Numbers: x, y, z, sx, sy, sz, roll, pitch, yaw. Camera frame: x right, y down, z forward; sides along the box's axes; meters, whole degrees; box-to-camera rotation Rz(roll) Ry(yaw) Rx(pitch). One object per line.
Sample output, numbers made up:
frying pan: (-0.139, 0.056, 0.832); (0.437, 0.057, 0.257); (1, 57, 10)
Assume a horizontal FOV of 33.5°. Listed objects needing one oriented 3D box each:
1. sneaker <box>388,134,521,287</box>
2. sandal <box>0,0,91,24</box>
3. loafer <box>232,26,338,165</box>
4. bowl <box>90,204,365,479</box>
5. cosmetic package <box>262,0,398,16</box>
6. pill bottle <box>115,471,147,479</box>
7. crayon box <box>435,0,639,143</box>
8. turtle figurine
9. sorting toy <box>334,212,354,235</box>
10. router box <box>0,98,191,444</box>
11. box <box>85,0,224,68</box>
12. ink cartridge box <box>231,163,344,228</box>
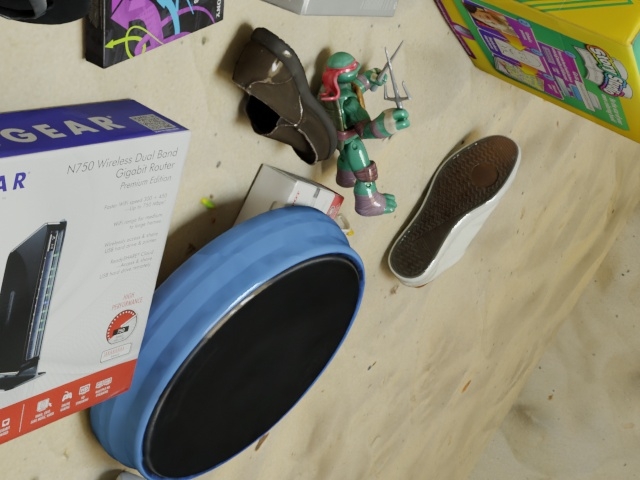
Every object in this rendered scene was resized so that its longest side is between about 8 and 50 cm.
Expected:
sneaker: (0.217, -0.046, 1.729); (0.290, 0.106, 0.123); (-49, 159, -3)
sandal: (-0.240, -0.196, 0.735); (0.254, 0.097, 0.055); (34, 46, -73)
loafer: (-0.048, -0.147, 1.188); (0.078, 0.080, 0.220); (-45, 146, -9)
bowl: (-0.097, 0.136, 1.291); (0.391, 0.077, 0.391); (-37, 153, -23)
cosmetic package: (-0.008, -0.278, 1.024); (0.238, 0.127, 0.107); (-22, 133, -67)
pill bottle: (-0.258, 0.404, 1.297); (0.221, 0.121, 0.121); (-59, 153, -3)
crayon box: (0.319, -0.281, 1.421); (0.106, 0.313, 0.363); (-60, 154, -2)
turtle figurine: (0.049, -0.154, 1.304); (0.175, 0.118, 0.234); (-92, 179, -53)
sorting toy: (0.000, 0.000, 1.456); (0.075, 0.045, 0.083); (-48, 158, 19)
router box: (-0.284, 0.040, 0.938); (0.335, 0.082, 0.301); (-19, 132, -53)
box: (-0.146, -0.235, 0.968); (0.162, 0.029, 0.116); (-36, 145, -43)
ink cartridge box: (-0.040, -0.032, 1.323); (0.099, 0.056, 0.135); (-63, 154, 6)
